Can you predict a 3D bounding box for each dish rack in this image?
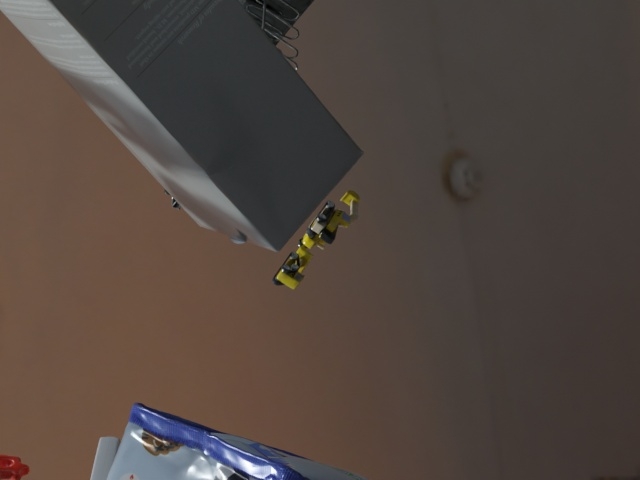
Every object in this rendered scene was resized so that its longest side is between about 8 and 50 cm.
[{"bbox_3d":[-0.090,-0.162,1.585,0.074,0.208,0.271,23,-135,-22],"label":"dish rack"}]

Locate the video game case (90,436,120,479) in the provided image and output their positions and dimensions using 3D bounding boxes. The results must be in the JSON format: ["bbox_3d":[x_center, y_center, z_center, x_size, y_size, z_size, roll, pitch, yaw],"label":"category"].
[{"bbox_3d":[-0.228,0.340,1.465,0.026,0.227,0.206,4,-74,-5],"label":"video game case"}]

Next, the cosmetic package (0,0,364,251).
[{"bbox_3d":[-0.095,-0.110,0.950,0.107,0.127,0.238,-51,-58,-13],"label":"cosmetic package"}]

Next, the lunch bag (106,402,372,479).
[{"bbox_3d":[-0.008,0.345,1.154,0.385,0.239,0.327,28,-98,-45],"label":"lunch bag"}]

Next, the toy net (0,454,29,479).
[{"bbox_3d":[-0.237,0.232,1.212,0.122,0.232,0.045,-85,3,-73],"label":"toy net"}]

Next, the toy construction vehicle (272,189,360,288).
[{"bbox_3d":[0.000,0.000,1.412,0.035,0.086,0.098,35,-145,-1],"label":"toy construction vehicle"}]
